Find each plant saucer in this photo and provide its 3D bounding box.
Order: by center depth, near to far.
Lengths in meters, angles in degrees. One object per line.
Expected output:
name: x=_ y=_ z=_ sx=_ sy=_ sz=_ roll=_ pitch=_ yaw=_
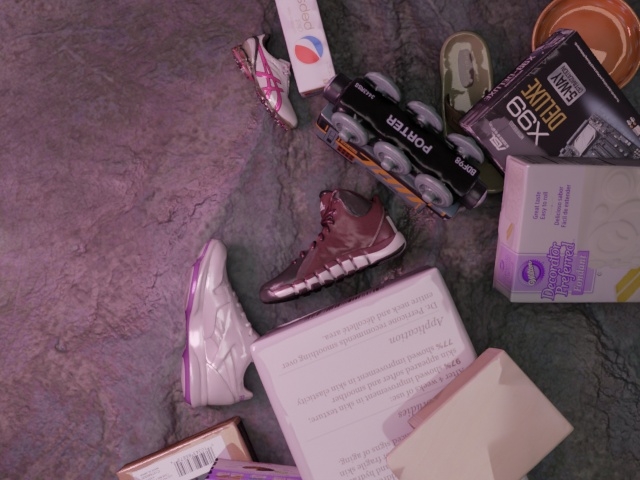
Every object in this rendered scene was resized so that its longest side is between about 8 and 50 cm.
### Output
plant saucer: x=0.479 y=-0.351 z=1.900 sx=0.200 sy=0.037 sz=0.199 roll=0 pitch=90 yaw=2

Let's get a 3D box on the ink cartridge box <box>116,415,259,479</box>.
ink cartridge box: x=-0.219 y=0.451 z=1.897 sx=0.235 sy=0.088 sz=0.193 roll=-24 pitch=87 yaw=1

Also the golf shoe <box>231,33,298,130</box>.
golf shoe: x=-0.084 y=-0.288 z=1.909 sx=0.086 sy=0.067 sz=0.186 roll=-31 pitch=88 yaw=0

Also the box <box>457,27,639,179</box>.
box: x=0.425 y=-0.174 z=1.833 sx=0.242 sy=0.076 sz=0.307 roll=-42 pitch=109 yaw=1

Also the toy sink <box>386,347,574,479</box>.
toy sink: x=0.220 y=0.289 z=1.533 sx=0.234 sy=0.131 sz=0.153 roll=-42 pitch=88 yaw=-5

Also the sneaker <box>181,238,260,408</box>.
sneaker: x=-0.172 y=0.149 z=1.902 sx=0.152 sy=0.114 sz=0.305 roll=2 pitch=94 yaw=-11

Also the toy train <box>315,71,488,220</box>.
toy train: x=0.138 y=-0.161 z=1.838 sx=0.334 sy=0.190 sz=0.142 roll=37 pitch=74 yaw=0

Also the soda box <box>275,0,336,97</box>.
soda box: x=-0.028 y=-0.373 z=1.907 sx=0.074 sy=0.069 sz=0.216 roll=-15 pitch=89 yaw=2

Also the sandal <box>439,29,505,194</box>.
sandal: x=0.271 y=-0.227 z=1.882 sx=0.120 sy=0.086 sz=0.302 roll=-12 pitch=90 yaw=3

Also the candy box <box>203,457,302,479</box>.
candy box: x=-0.106 y=0.418 z=1.753 sx=0.165 sy=0.196 sz=0.070 roll=5 pitch=88 yaw=0

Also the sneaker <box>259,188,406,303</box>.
sneaker: x=0.000 y=0.000 z=1.895 sx=0.281 sy=0.106 sz=0.162 roll=-22 pitch=83 yaw=-8

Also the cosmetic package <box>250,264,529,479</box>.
cosmetic package: x=0.115 y=0.281 z=1.764 sx=0.330 sy=0.327 sz=0.393 roll=-22 pitch=88 yaw=2

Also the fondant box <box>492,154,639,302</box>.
fondant box: x=0.473 y=-0.018 z=1.794 sx=0.331 sy=0.096 sz=0.238 roll=1 pitch=105 yaw=-11
